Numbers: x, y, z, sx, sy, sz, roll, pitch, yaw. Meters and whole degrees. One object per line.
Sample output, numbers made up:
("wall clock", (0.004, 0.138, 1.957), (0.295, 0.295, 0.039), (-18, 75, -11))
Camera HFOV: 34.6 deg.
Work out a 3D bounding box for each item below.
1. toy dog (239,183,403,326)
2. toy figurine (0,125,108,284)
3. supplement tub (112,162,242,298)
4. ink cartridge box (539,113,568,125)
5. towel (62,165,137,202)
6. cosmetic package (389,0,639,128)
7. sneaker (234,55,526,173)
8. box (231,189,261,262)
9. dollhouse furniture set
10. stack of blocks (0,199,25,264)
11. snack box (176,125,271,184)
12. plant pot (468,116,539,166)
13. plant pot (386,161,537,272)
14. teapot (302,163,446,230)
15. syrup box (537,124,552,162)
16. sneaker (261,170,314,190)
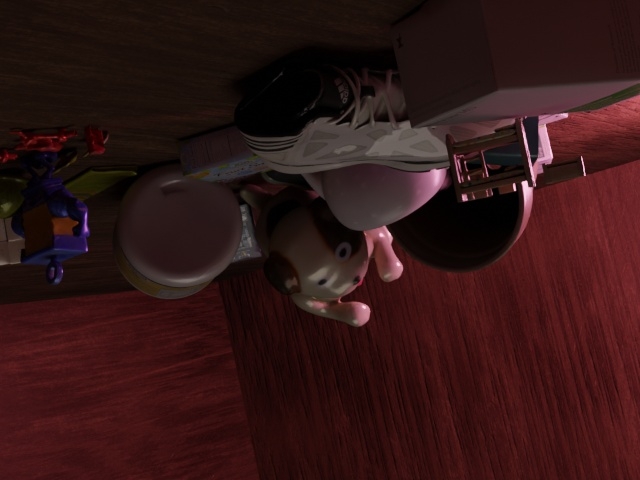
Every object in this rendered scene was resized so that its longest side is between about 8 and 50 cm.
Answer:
("toy dog", (0.000, 0.000, 2.238), (0.284, 0.395, 0.408), (-41, -173, 2))
("toy figurine", (-0.476, -0.027, 1.650), (0.362, 0.217, 0.191), (-19, 171, 41))
("supplement tub", (-0.296, -0.009, 2.078), (0.241, 0.241, 0.331), (-11, 174, -15))
("ink cartridge box", (0.410, -0.265, 2.028), (0.104, 0.060, 0.180), (-15, 173, 28))
("towel", (-0.449, -0.100, 1.959), (0.102, 0.021, 0.237), (-8, 172, -43))
("cosmetic package", (0.305, -0.261, 1.414), (0.365, 0.155, 0.197), (-10, 177, -30))
("sneaker", (0.087, -0.188, 1.512), (0.447, 0.169, 0.257), (-9, 176, 11))
("box", (-0.270, -0.017, 2.462), (0.232, 0.059, 0.183), (-12, 133, -1))
("dollhouse furniture set", (0.291, -0.125, 1.523), (0.181, 0.101, 0.161), (-12, 180, 15))
("stack of blocks", (-0.642, -0.005, 1.855), (0.297, 0.087, 0.171), (-10, -165, -24))
("snack box", (-0.125, -0.162, 1.831), (0.207, 0.070, 0.174), (-15, 174, 16))
("plant pot", (0.236, -0.210, 1.691), (0.234, 0.166, 0.165), (1, 178, 9))
("plant pot", (0.316, -0.129, 2.126), (0.323, 0.323, 0.280), (-17, -172, 36))
("teapot", (0.103, -0.154, 1.914), (0.256, 0.187, 0.252), (-38, -157, -18))
("syrup box", (0.506, -0.217, 2.506), (0.096, 0.093, 0.237), (-13, 174, 8))
("sneaker", (-0.005, -0.154, 2.086), (0.222, 0.083, 0.118), (-5, 170, -43))
